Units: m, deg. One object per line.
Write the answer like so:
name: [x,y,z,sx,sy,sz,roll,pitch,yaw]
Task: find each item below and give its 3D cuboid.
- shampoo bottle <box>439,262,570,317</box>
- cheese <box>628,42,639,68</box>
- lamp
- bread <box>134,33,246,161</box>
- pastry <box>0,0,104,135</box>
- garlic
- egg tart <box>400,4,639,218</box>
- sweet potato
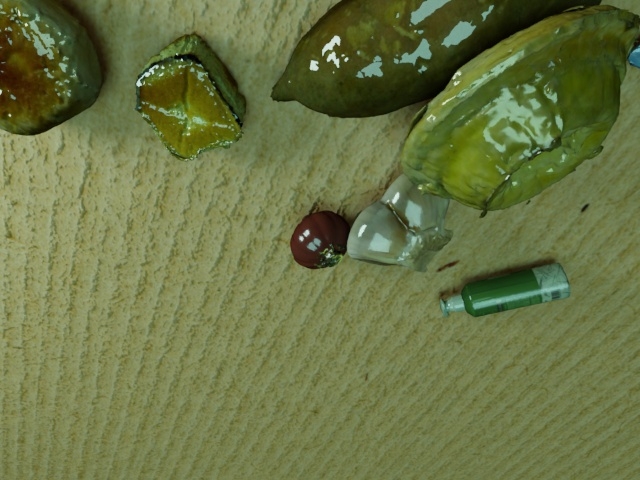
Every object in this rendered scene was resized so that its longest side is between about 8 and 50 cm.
shampoo bottle: [0.305,0.092,0.799,0.204,0.065,0.065,-15,124,13]
cheese: [0.470,-0.293,0.519,0.135,0.052,0.245,19,125,-8]
lamp: [0.000,0.000,0.728,0.101,0.090,0.101,-23,146,-17]
bread: [-0.173,-0.180,0.616,0.127,0.069,0.140,-22,126,18]
pastry: [-0.370,-0.223,0.579,0.192,0.093,0.182,-29,121,26]
garlic: [0.119,-0.028,0.699,0.124,0.099,0.175,29,103,-29]
egg tart: [0.233,-0.124,0.534,0.290,0.115,0.290,-24,161,-9]
sweet potato: [0.099,-0.226,0.523,0.369,0.158,0.158,-24,121,18]
